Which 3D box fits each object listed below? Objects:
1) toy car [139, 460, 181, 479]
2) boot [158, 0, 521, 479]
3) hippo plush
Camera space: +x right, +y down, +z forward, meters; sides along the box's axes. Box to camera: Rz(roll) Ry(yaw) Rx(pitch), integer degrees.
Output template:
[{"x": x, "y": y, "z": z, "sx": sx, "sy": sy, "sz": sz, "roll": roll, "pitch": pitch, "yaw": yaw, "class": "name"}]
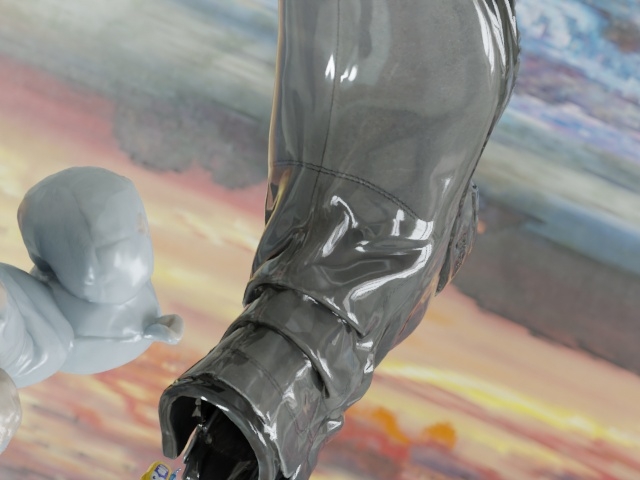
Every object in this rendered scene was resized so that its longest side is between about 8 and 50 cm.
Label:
[{"x": -0.072, "y": 0.187, "z": 1.085, "sx": 0.122, "sy": 0.040, "sz": 0.060, "roll": 30, "pitch": 149, "yaw": 2, "class": "toy car"}, {"x": 0.000, "y": 0.000, "z": 0.739, "sx": 0.118, "sy": 0.222, "sz": 0.338, "roll": 21, "pitch": 149, "yaw": 23, "class": "boot"}, {"x": -0.219, "y": 0.069, "z": 1.165, "sx": 0.236, "sy": 0.294, "sz": 0.234, "roll": -16, "pitch": -151, "yaw": -28, "class": "hippo plush"}]
